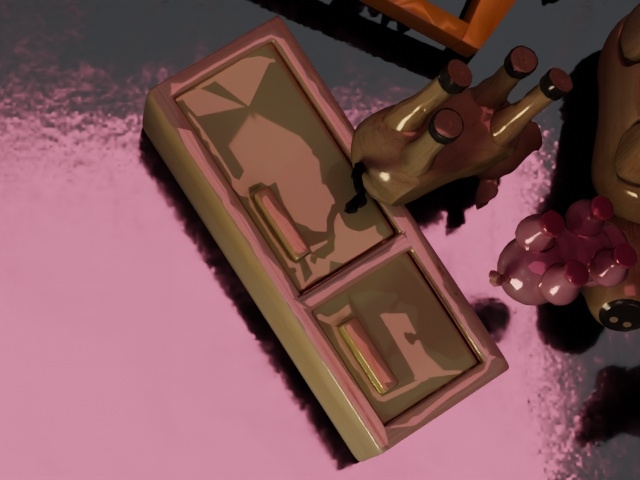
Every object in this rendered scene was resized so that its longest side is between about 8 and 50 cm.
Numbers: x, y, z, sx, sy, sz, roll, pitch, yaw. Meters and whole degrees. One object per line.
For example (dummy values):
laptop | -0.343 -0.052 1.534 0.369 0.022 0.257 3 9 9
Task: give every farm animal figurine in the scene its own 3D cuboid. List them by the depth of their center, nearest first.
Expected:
farm animal figurine | 0.195 -0.042 1.067 0.330 0.172 0.326 35 59 -8

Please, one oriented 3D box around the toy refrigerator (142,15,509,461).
toy refrigerator | 0.000 0.000 1.064 0.102 0.094 0.269 -31 85 -14

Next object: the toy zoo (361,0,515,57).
toy zoo | 0.055 -0.255 1.122 0.293 0.030 0.192 27 79 -9
